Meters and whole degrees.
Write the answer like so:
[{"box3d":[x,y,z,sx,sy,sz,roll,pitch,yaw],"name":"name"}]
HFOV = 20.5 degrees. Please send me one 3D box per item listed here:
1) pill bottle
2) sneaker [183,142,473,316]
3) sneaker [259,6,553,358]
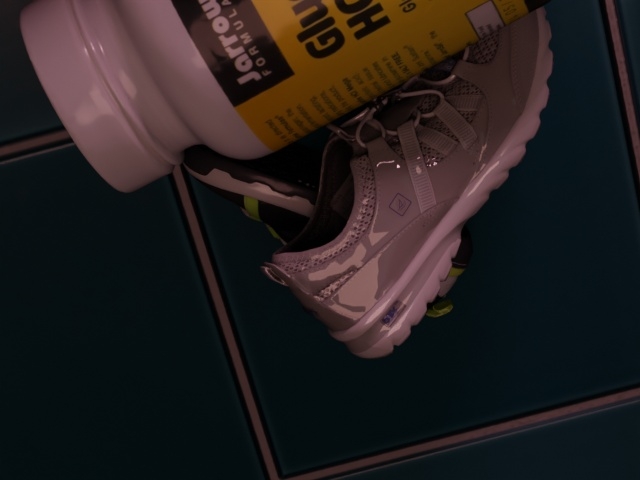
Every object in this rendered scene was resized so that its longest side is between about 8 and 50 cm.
[{"box3d":[-0.016,-0.170,1.142,0.334,0.188,0.188,-29,114,8],"name":"pill bottle"},{"box3d":[0.000,0.000,1.281,0.234,0.084,0.097,22,112,-14],"name":"sneaker"},{"box3d":[0.062,-0.065,1.193,0.115,0.105,0.281,32,77,-22],"name":"sneaker"}]
